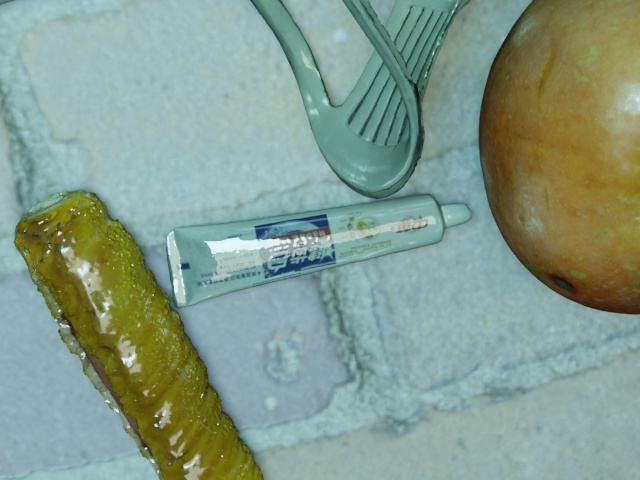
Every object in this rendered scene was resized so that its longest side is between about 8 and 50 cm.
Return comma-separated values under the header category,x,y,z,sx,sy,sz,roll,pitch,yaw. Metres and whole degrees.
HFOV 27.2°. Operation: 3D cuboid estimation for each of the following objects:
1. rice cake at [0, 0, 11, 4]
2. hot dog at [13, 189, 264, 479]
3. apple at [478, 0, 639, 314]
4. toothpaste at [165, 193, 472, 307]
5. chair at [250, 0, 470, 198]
category,x,y,z,sx,sy,sz,roll,pitch,yaw
rice cake,-0.184,-0.196,0.903,0.270,0.055,0.049,-20,105,-8
hot dog,-0.127,0.095,0.972,0.083,0.068,0.289,-32,105,-10
apple,0.228,-0.071,0.922,0.254,0.253,0.253,-2,103,-11
toothpaste,0.000,0.000,0.993,0.233,0.038,0.060,-11,101,-6
chair,0.056,-0.192,0.879,0.274,0.203,0.190,-49,118,-3
